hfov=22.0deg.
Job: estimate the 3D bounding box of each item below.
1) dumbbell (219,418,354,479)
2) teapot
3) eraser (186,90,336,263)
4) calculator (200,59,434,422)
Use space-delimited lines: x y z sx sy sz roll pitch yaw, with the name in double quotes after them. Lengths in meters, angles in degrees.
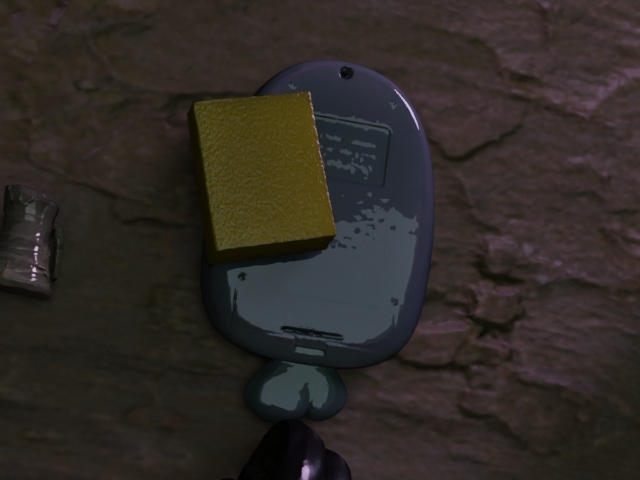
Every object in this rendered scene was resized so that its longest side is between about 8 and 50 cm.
0.080 0.272 1.235 0.406 0.179 0.179 24 79 -8 "dumbbell"
-0.226 0.002 1.274 0.067 0.057 0.083 21 72 -46 "teapot"
-0.048 -0.050 1.277 0.097 0.045 0.122 -8 79 -14 "eraser"
0.000 0.000 1.322 0.186 0.041 0.298 11 79 -10 "calculator"
